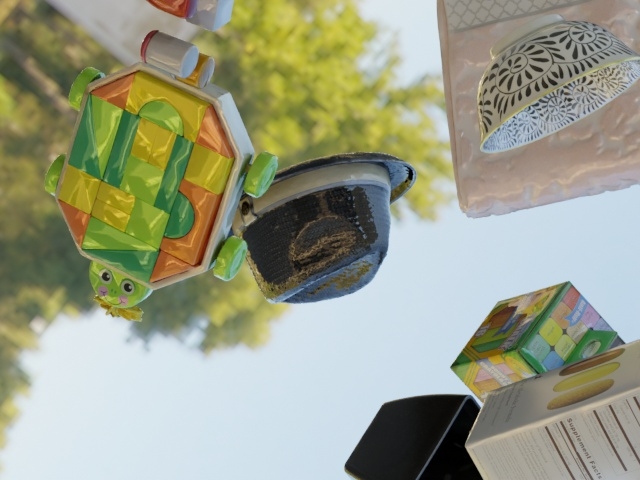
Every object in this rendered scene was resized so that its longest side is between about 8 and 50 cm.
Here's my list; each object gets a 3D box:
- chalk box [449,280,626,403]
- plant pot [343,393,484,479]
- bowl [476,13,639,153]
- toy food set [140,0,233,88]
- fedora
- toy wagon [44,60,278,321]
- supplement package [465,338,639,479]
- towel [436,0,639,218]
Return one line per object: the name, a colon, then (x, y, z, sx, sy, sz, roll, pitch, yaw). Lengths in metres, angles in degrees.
chalk box: (0.295, 0.148, 2.287, 0.132, 0.132, 0.213, -49, -168, -29)
plant pot: (0.151, 0.333, 2.586, 0.167, 0.188, 0.187, 10, -122, 45)
bowl: (0.204, -0.154, 1.618, 0.170, 0.080, 0.170, -25, 169, -5)
toy food set: (-0.163, -0.278, 1.935, 0.111, 0.104, 0.232, -44, 152, -53)
fedora: (0.000, 0.000, 2.583, 0.334, 0.152, 0.334, -13, 163, -4)
toy wagon: (-0.211, -0.045, 2.174, 0.068, 0.267, 0.344, -36, 149, -64)
supplement package: (0.318, 0.226, 2.095, 0.244, 0.134, 0.139, -23, -164, 26)
towel: (0.294, -0.202, 1.942, 0.332, 0.317, 0.053, -12, 162, 15)
